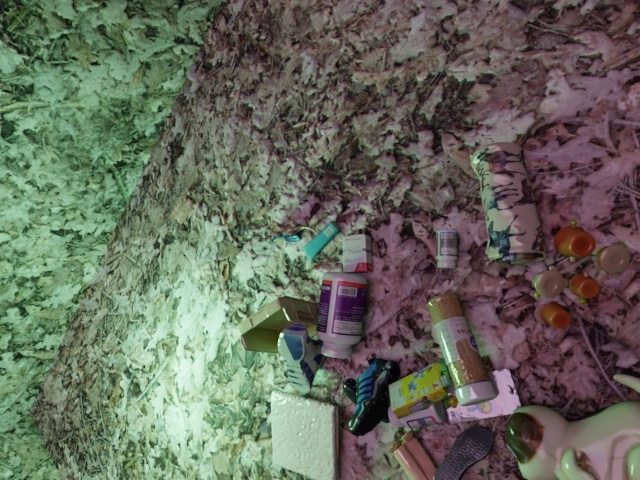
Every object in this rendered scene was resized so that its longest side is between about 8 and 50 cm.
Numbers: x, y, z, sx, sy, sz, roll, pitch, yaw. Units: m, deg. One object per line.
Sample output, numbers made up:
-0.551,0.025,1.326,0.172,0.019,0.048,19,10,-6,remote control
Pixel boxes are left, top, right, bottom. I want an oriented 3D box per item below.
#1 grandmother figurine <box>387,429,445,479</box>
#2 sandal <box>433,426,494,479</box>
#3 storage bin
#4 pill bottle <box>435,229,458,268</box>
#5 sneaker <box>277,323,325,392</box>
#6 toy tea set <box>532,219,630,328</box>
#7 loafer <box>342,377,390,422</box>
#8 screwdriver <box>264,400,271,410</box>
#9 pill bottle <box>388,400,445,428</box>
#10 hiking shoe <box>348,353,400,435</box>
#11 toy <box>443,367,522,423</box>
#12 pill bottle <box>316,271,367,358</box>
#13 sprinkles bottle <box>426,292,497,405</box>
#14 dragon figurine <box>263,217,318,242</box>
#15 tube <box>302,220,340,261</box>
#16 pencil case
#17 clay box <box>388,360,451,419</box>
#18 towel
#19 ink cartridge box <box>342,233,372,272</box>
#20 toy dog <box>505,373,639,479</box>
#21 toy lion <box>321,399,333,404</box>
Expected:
0.372,0.838,1.449,0.208,0.104,0.342,-50,58,16,grandmother figurine
0.472,0.721,1.415,0.254,0.054,0.097,-45,50,-1,sandal
-0.163,0.358,1.785,0.262,0.260,0.123,-36,57,24,storage bin
0.458,0.033,1.545,0.078,0.078,0.137,-2,81,33,pill bottle
-0.063,0.443,1.734,0.127,0.182,0.316,8,123,27,sneaker
0.768,0.109,1.330,0.200,0.124,0.336,36,101,-1,toy tea set
0.180,0.620,1.637,0.223,0.076,0.078,32,136,26,loafer
-0.186,0.771,1.879,0.170,0.025,0.024,36,101,23,screwdriver
0.337,0.604,1.508,0.180,0.108,0.108,-25,69,27,pill bottle
0.180,0.573,1.575,0.132,0.113,0.304,4,46,46,hiking shoe
0.532,0.519,1.424,0.237,0.056,0.137,-21,69,22,toy
0.081,0.290,1.686,0.181,0.181,0.323,4,84,34,pill bottle
0.463,0.358,1.422,0.121,0.121,0.355,-29,56,26,sprinkles bottle
-0.139,-0.042,1.942,0.289,0.144,0.085,-5,78,14,dragon figurine
0.000,0.000,1.871,0.207,0.052,0.080,-44,53,25,tube
0.614,-0.123,1.420,0.183,0.160,0.410,-9,77,10,pencil case
0.346,0.510,1.463,0.222,0.127,0.053,-30,108,15,clay box
-0.065,0.795,1.741,0.331,0.053,0.317,-1,91,35,towel
0.152,0.056,1.750,0.109,0.063,0.151,-7,78,32,ink cartridge box
0.724,0.571,1.162,0.407,0.284,0.396,-8,77,34,toy dog
0.026,0.710,1.741,0.100,0.034,0.096,34,93,32,toy lion
